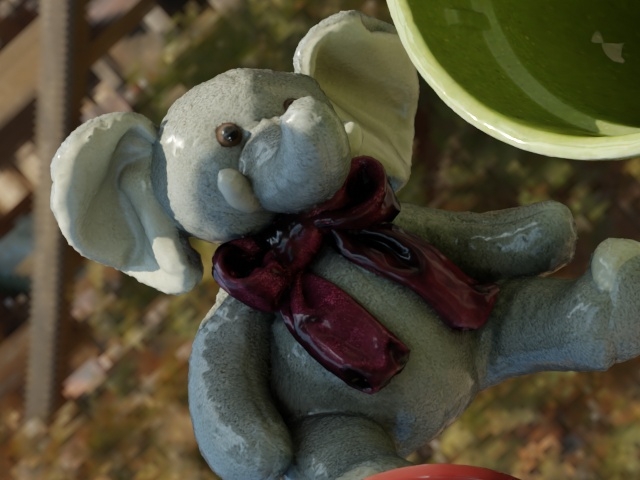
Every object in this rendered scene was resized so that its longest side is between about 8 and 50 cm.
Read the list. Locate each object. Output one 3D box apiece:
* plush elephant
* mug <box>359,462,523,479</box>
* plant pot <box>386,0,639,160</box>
[{"bbox_3d":[0.000,0.000,1.150,0.255,0.272,0.330,61,161,-17],"label":"plush elephant"},{"bbox_3d":[0.049,0.116,0.436,0.150,0.113,0.169,19,176,2],"label":"mug"},{"bbox_3d":[0.214,-0.153,0.965,0.254,0.276,0.276,13,-149,-49],"label":"plant pot"}]
